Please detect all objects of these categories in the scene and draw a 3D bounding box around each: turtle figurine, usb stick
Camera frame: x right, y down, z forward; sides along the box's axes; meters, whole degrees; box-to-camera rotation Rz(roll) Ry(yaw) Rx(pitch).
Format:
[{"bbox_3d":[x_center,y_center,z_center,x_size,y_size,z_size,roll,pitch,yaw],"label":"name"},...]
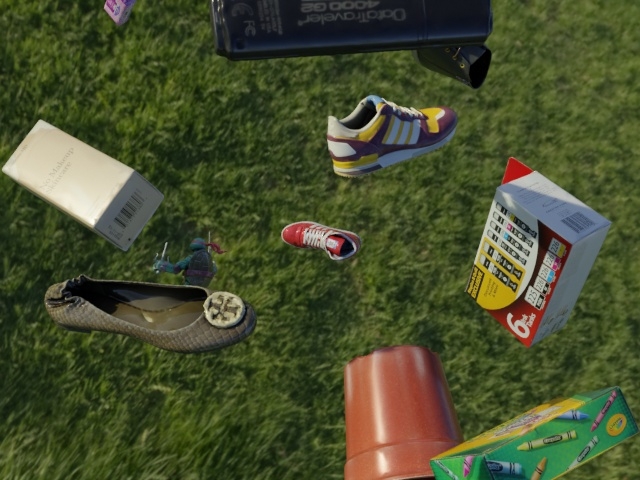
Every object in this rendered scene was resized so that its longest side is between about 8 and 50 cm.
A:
[{"bbox_3d":[-0.308,0.080,1.785,0.175,0.118,0.234,13,76,-35],"label":"turtle figurine"},{"bbox_3d":[0.034,-0.216,0.723,0.277,0.045,0.077,-7,87,-12],"label":"usb stick"}]

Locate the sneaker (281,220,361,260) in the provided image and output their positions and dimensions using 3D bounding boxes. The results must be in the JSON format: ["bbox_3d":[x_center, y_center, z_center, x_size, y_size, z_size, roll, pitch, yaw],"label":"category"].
[{"bbox_3d":[0.000,0.000,1.078,0.118,0.067,0.042,7,99,3],"label":"sneaker"}]

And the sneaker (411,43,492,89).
[{"bbox_3d":[0.171,-0.306,1.037,0.083,0.222,0.118,-48,55,-4],"label":"sneaker"}]

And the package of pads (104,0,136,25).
[{"bbox_3d":[-0.407,-0.478,1.522,0.050,0.083,0.032,49,61,-7],"label":"package of pads"}]

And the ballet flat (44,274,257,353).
[{"bbox_3d":[-0.196,0.074,0.850,0.249,0.058,0.084,6,42,11],"label":"ballet flat"}]

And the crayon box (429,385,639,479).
[{"bbox_3d":[0.331,0.321,1.171,0.278,0.165,0.081,-17,79,-25],"label":"crayon box"}]

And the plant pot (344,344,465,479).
[{"bbox_3d":[0.159,0.364,1.477,0.272,0.272,0.265,9,56,-26],"label":"plant pot"}]

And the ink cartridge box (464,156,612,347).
[{"bbox_3d":[0.431,0.023,1.617,0.130,0.310,0.272,-23,49,-29],"label":"ink cartridge box"}]

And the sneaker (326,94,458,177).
[{"bbox_3d":[0.093,-0.145,0.927,0.185,0.069,0.084,-26,122,-23],"label":"sneaker"}]

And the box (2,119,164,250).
[{"bbox_3d":[-0.494,-0.118,1.558,0.311,0.121,0.148,26,77,29],"label":"box"}]
